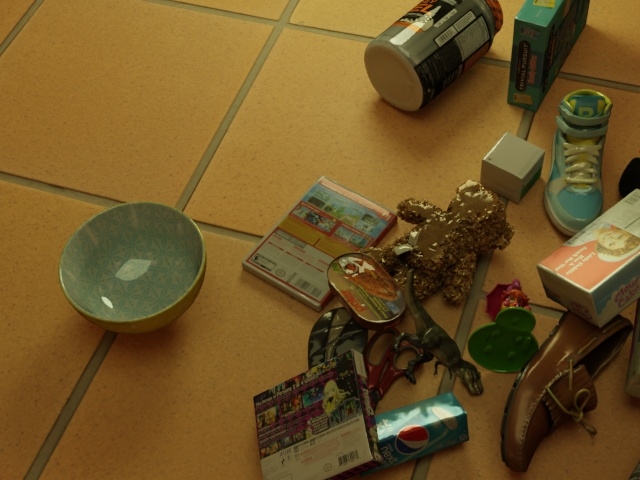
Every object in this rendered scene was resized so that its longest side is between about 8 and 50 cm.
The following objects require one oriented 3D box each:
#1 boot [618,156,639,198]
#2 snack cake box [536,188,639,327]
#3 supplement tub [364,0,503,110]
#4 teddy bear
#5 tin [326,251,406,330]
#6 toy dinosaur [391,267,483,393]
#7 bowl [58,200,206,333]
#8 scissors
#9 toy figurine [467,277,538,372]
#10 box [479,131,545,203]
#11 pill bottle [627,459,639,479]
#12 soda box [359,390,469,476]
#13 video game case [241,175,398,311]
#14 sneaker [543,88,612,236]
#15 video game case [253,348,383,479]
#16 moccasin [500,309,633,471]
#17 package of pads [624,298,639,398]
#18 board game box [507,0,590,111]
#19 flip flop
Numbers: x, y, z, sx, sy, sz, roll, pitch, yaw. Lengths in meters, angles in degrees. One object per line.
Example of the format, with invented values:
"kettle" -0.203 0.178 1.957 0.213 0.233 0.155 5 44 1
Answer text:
"boot" 0.723 -0.080 2.026 0.178 0.085 0.236 24 19 -11
"snack cake box" 0.551 0.029 1.816 0.264 0.089 0.152 -35 34 -13
"supplement tub" 0.268 -0.458 2.285 0.193 0.193 0.316 35 63 27
"teddy bear" 0.224 0.024 1.993 0.245 0.113 0.338 30 68 32
"tin" 0.087 0.097 1.883 0.106 0.040 0.190 -23 50 -22
"toy dinosaur" 0.193 0.193 1.824 0.118 0.064 0.268 -37 102 -13
"bowl" -0.357 0.080 1.957 0.289 0.156 0.289 -3 53 4
"scissors" 0.090 0.289 1.844 0.109 0.021 0.297 28 63 14
"toy figurine" 0.353 0.134 1.863 0.130 0.173 0.159 14 42 1
"box" 0.409 -0.156 2.108 0.102 0.087 0.101 30 61 25
"pill bottle" 0.586 0.416 1.613 0.161 0.161 0.283 29 60 24
"soda box" 0.153 0.341 1.749 0.210 0.067 0.071 -17 31 -10
"video game case" 0.000 0.000 2.067 0.204 0.025 0.285 29 61 24
"sneaker" 0.534 -0.179 2.039 0.127 0.208 0.319 2 54 5
"video game case" -0.010 0.329 1.730 0.232 0.042 0.210 -30 52 25
"moccasin" 0.443 0.264 1.768 0.147 0.139 0.380 22 48 31
"package of pads" 0.712 0.205 1.775 0.296 0.101 0.229 18 56 4
"board game box" 0.531 -0.502 2.256 0.079 0.254 0.336 21 57 21
"flip flop" 0.031 0.257 1.844 0.112 0.080 0.277 1 68 3
